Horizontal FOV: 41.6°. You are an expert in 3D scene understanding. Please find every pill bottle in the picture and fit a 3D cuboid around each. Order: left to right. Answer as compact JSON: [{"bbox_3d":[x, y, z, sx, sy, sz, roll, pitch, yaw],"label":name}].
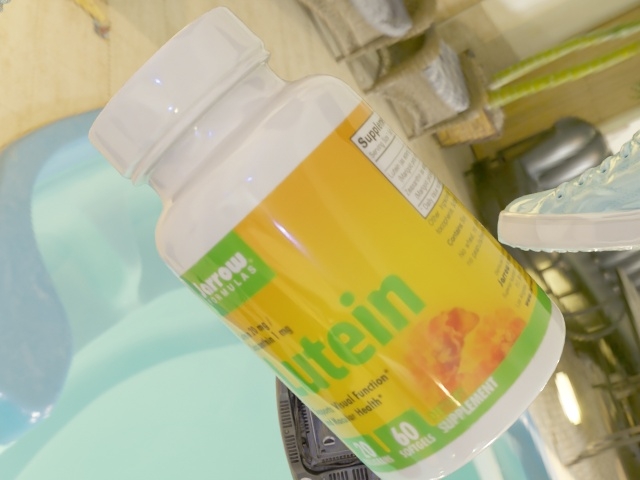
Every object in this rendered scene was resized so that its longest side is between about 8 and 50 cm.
[{"bbox_3d":[0.000,0.000,0.452,0.245,0.136,0.136,46,27,-6],"label":"pill bottle"}]

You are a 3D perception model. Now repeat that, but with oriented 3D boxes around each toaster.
[{"bbox_3d":[0.011,0.197,1.038,0.146,0.129,0.227,-130,-152,-85],"label":"toaster"}]

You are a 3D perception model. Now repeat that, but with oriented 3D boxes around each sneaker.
[{"bbox_3d":[0.335,-0.069,0.802,0.135,0.366,0.150,1,84,-50],"label":"sneaker"}]

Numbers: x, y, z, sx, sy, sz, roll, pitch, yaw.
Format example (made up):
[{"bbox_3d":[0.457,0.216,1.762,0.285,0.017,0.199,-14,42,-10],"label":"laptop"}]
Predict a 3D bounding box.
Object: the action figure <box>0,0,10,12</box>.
[{"bbox_3d":[-0.270,-0.261,0.611,0.141,0.276,0.164,24,82,-32],"label":"action figure"}]
